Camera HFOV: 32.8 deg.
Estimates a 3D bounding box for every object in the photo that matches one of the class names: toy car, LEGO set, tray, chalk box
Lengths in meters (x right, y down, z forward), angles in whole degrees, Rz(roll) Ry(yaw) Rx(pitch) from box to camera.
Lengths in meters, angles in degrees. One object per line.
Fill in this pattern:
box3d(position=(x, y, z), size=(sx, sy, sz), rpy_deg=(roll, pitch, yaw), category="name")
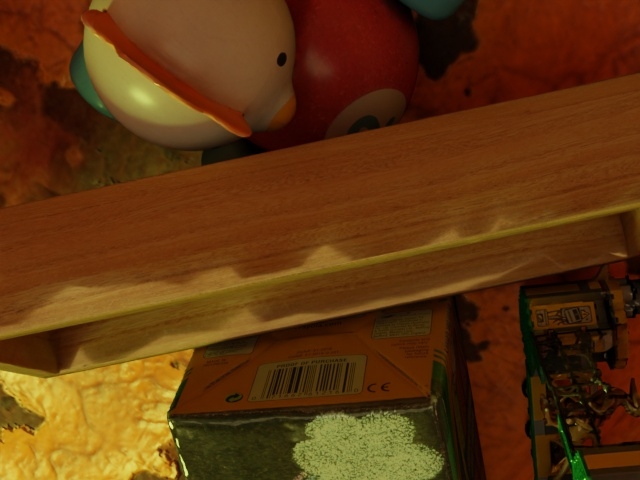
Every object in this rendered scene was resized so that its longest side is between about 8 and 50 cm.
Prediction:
box3d(position=(-0.047, -0.104, 0.615), size=(0.210, 0.238, 0.219), rpy_deg=(37, 117, -9), category="toy car")
box3d(position=(0.239, 0.155, 0.660), size=(0.192, 0.331, 0.254), rpy_deg=(-6, 102, 4), category="LEGO set")
box3d(position=(0.000, 0.000, 0.635), size=(0.411, 0.203, 0.076), rpy_deg=(-11, 79, 2), category="tray")
box3d(position=(0.025, 0.188, 0.784), size=(0.180, 0.179, 0.289), rpy_deg=(-6, 116, 12), category="chalk box")
